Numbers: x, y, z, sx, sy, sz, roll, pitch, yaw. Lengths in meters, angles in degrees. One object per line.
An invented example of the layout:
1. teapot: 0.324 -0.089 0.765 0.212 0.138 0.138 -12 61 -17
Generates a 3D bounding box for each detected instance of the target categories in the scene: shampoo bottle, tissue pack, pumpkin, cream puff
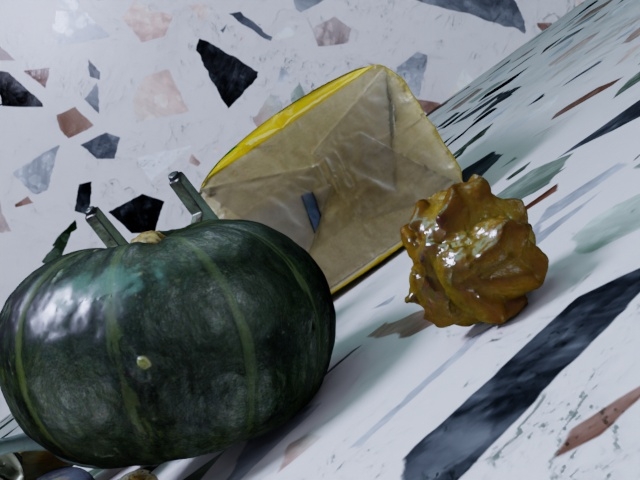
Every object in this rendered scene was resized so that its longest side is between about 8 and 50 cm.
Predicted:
1. shampoo bottle: -0.277 0.276 1.326 0.087 0.049 0.233 -31 4 -15
2. tissue pack: 0.003 -0.075 1.678 0.293 0.228 0.382 -34 7 0
3. pumpkin: -0.134 0.093 1.105 0.300 0.207 0.300 -11 9 2
4. cream puff: 0.109 0.015 0.926 0.094 0.122 0.116 -31 -40 -50

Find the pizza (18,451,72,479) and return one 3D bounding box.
1. pizza: -0.240 0.193 1.452 0.262 0.034 0.181 -23 -26 -32

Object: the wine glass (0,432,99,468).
1. wine glass: -0.293 0.118 1.241 0.096 0.264 0.309 -34 -14 22

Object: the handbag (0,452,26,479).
1. handbag: -0.452 0.326 1.366 0.237 0.160 0.358 -56 13 -24

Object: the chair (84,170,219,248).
1. chair: -0.144 0.077 1.370 0.136 0.270 0.147 -20 37 23

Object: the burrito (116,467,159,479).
1. burrito: -0.215 0.265 0.985 0.226 0.060 0.087 -36 1 -11
